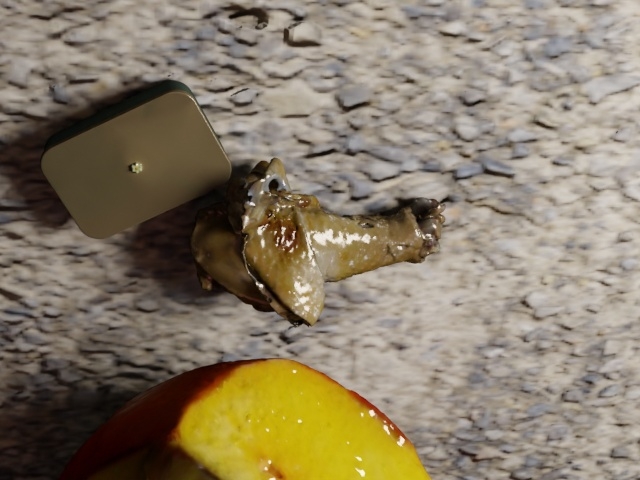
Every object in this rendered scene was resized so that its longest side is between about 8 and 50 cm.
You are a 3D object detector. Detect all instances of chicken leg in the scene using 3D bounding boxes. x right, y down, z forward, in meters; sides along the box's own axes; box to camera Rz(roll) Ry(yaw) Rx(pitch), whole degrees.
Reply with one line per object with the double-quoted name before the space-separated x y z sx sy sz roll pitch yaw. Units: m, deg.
"chicken leg" -0.003 0.007 1.093 0.196 0.080 0.125 14 106 -20

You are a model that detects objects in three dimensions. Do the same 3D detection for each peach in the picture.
"peach" -0.066 0.253 1.150 0.306 0.242 0.380 19 132 4

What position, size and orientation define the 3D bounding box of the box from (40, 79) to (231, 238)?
"box" -0.137 -0.061 1.048 0.126 0.031 0.091 -25 124 7
